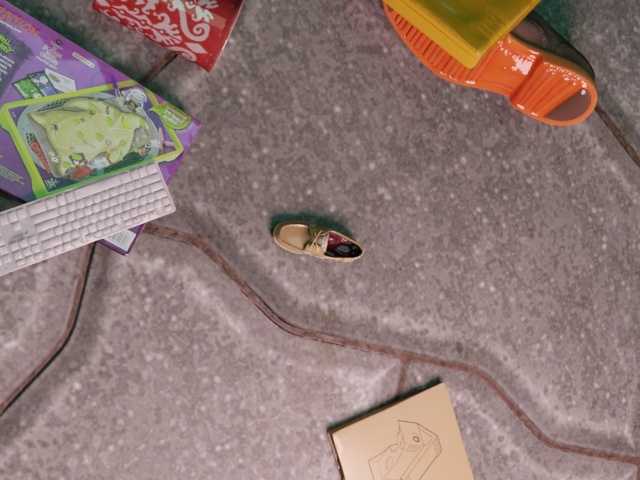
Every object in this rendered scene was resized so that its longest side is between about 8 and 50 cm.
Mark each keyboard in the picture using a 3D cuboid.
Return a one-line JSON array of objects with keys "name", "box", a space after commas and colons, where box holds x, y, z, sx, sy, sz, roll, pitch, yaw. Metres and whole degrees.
[{"name": "keyboard", "box": [-0.310, -0.026, 1.041, 0.256, 0.014, 0.072, -22, 98, -21]}]

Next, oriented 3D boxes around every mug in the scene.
[{"name": "mug", "box": [-0.200, -0.313, 1.105, 0.169, 0.150, 0.113, 22, 117, -16]}]

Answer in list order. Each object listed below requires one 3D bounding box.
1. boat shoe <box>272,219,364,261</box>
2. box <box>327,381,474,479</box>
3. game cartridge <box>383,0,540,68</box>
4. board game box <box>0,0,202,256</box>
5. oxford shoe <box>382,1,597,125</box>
[{"name": "boat shoe", "box": [0.000, 0.000, 1.197, 0.135, 0.045, 0.050, 11, 85, -22]}, {"name": "box", "box": [0.122, 0.323, 1.257, 0.201, 0.021, 0.164, -19, 96, -21]}, {"name": "game cartridge", "box": [0.201, -0.427, 1.200, 0.285, 0.052, 0.323, 40, 62, 7]}, {"name": "board game box", "box": [-0.348, -0.151, 1.058, 0.347, 0.056, 0.208, 32, 82, -19]}, {"name": "oxford shoe", "box": [0.259, -0.309, 1.289, 0.364, 0.130, 0.132, 29, 46, -13]}]
